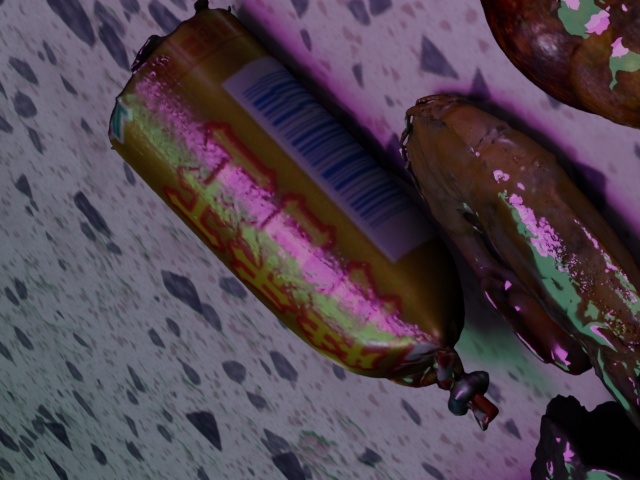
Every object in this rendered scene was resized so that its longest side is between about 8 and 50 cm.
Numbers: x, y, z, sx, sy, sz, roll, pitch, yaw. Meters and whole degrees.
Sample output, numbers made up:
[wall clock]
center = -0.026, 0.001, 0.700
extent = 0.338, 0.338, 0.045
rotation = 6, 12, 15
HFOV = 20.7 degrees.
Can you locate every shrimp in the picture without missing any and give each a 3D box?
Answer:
[shrimp]
center = 0.128, 0.023, 1.012
extent = 0.253, 0.058, 0.173
rotation = 53, 162, 5

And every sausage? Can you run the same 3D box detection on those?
[sausage]
center = -0.001, 0.001, 1.112
extent = 0.317, 0.117, 0.125
rotation = 48, 148, 11

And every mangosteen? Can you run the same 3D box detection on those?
[mangosteen]
center = 0.150, -0.105, 0.688
extent = 0.181, 0.156, 0.146
rotation = 50, 174, 44

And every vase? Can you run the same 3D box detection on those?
[vase]
center = 0.132, 0.218, 1.044
extent = 0.115, 0.115, 0.237
rotation = 36, 110, 30
